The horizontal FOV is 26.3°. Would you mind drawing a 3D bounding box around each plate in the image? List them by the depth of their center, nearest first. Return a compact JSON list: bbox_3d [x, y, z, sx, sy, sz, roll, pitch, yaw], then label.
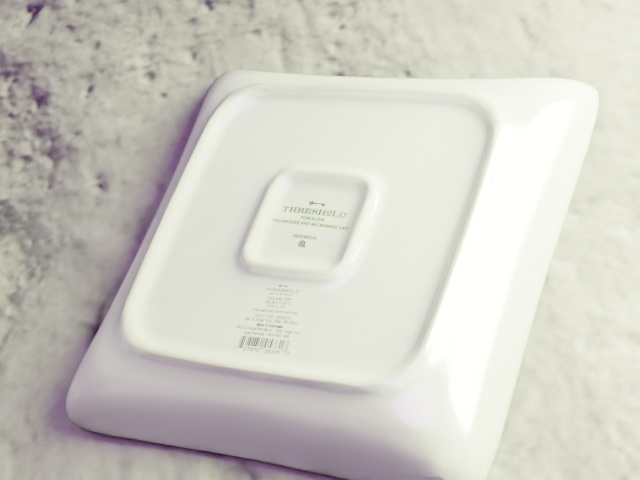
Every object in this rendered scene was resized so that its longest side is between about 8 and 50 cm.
[{"bbox_3d":[0.000,0.000,0.816,0.277,0.045,0.278,6,60,28],"label":"plate"}]
